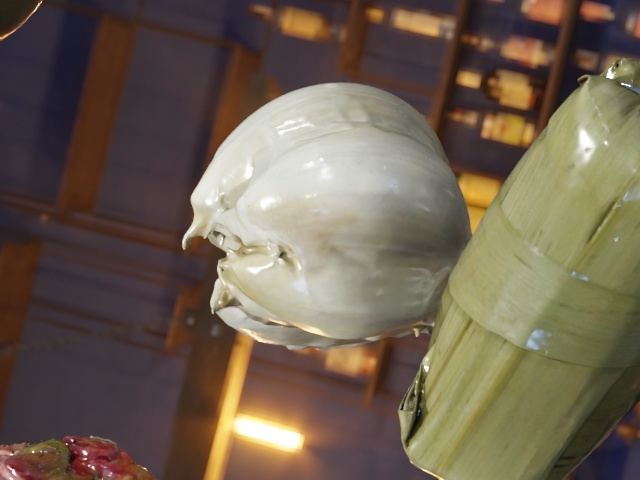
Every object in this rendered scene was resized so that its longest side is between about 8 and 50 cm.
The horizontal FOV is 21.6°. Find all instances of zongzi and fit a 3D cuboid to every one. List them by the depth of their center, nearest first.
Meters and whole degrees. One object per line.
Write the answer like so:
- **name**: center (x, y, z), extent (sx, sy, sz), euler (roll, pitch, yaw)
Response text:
- **zongzi**: center (0.159, 0.000, 0.853), extent (0.256, 0.115, 0.228), euler (-27, -32, -52)

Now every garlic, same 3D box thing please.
- **garlic**: center (-0.001, -0.017, 1.221), extent (0.281, 0.203, 0.185), euler (136, 130, -80)

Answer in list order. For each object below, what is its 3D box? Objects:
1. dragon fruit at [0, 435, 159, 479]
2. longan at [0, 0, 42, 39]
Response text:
- **dragon fruit**: center (-0.225, 0.292, 1.365), extent (0.291, 0.250, 0.269), euler (-64, -10, -62)
- **longan**: center (-0.381, -0.292, 1.492), extent (0.297, 0.297, 0.297), euler (14, -90, -82)
